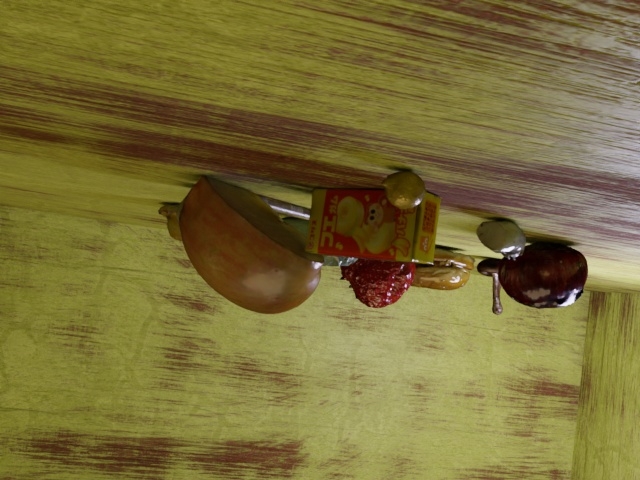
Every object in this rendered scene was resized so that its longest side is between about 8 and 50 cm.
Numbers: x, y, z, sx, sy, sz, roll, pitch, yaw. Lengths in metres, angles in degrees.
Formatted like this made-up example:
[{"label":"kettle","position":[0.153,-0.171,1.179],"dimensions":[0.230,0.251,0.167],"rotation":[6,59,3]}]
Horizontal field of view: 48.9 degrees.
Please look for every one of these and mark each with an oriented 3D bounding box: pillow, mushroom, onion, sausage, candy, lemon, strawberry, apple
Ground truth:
[{"label":"pillow","position":[0.000,0.000,2.126],"dimensions":[0.310,0.138,0.283],"rotation":[8,-175,21]},{"label":"mushroom","position":[0.698,0.185,2.774],"dimensions":[0.227,0.217,0.148],"rotation":[12,175,-42]},{"label":"onion","position":[0.620,0.099,1.961],"dimensions":[0.247,0.190,0.246],"rotation":[-1,-169,0]},{"label":"sausage","position":[-0.094,-0.083,1.829],"dimensions":[0.033,0.032,0.269],"rotation":[4,175,39]},{"label":"candy","position":[0.102,-0.031,1.445],"dimensions":[0.276,0.146,0.088],"rotation":[2,174,38]},{"label":"mushroom","position":[0.444,-0.002,1.673],"dimensions":[0.092,0.081,0.223],"rotation":[-15,167,27]},{"label":"lemon","position":[0.138,-0.086,1.172],"dimensions":[0.092,0.065,0.065],"rotation":[19,170,-39]},{"label":"strawberry","position":[0.209,0.091,2.352],"dimensions":[0.258,0.257,0.277],"rotation":[9,162,-24]},{"label":"apple","position":[-0.153,0.019,1.589],"dimensions":[0.252,0.309,0.314],"rotation":[-28,150,-28]}]

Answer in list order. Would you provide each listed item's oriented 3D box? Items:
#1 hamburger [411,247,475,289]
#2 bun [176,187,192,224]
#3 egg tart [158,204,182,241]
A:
[{"label":"hamburger","position":[0.415,0.101,2.594],"dimensions":[0.319,0.158,0.318],"rotation":[6,177,0]},{"label":"bun","position":[-0.300,-0.088,1.751],"dimensions":[0.138,0.094,0.138],"rotation":[-16,-158,7]},{"label":"egg tart","position":[-0.408,-0.052,2.335],"dimensions":[0.289,0.118,0.288],"rotation":[10,172,1]}]
